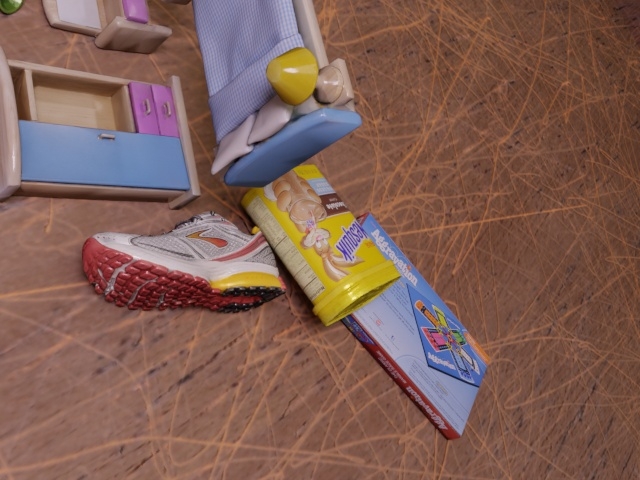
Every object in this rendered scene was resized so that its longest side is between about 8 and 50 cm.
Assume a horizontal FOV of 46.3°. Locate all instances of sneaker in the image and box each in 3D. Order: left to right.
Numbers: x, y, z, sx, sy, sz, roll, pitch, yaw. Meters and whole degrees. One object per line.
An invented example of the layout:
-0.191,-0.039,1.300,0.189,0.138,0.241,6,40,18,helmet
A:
-0.136,0.017,0.746,0.225,0.088,0.092,11,58,-49,sneaker

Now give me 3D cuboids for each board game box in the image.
0.114,0.111,0.975,0.281,0.027,0.145,49,47,-16,board game box

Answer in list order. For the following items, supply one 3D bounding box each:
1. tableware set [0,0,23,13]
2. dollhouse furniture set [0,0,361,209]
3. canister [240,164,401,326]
-0.279,-0.294,0.702,0.024,0.104,0.154,26,88,11,tableware set
-0.146,-0.188,0.658,0.198,0.303,0.286,0,72,-45,dollhouse furniture set
0.000,0.000,0.848,0.170,0.073,0.126,53,31,11,canister
